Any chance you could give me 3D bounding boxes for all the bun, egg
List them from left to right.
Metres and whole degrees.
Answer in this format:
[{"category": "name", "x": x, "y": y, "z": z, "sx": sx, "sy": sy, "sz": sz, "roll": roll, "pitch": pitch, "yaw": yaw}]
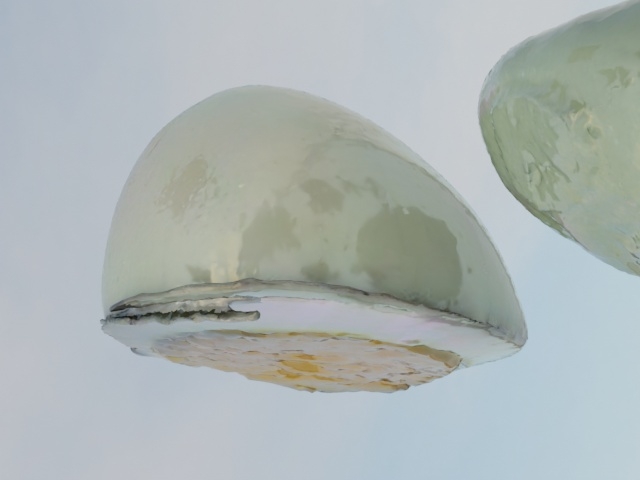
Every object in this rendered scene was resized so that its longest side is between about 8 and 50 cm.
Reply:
[{"category": "egg", "x": 0.002, "y": -0.001, "z": 0.886, "sx": 0.286, "sy": 0.264, "sz": 0.174, "roll": 15, "pitch": -108, "yaw": -31}, {"category": "bun", "x": 0.235, "y": -0.052, "z": 0.697, "sx": 0.293, "sy": 0.293, "sz": 0.187, "roll": -12, "pitch": -96, "yaw": -63}]
